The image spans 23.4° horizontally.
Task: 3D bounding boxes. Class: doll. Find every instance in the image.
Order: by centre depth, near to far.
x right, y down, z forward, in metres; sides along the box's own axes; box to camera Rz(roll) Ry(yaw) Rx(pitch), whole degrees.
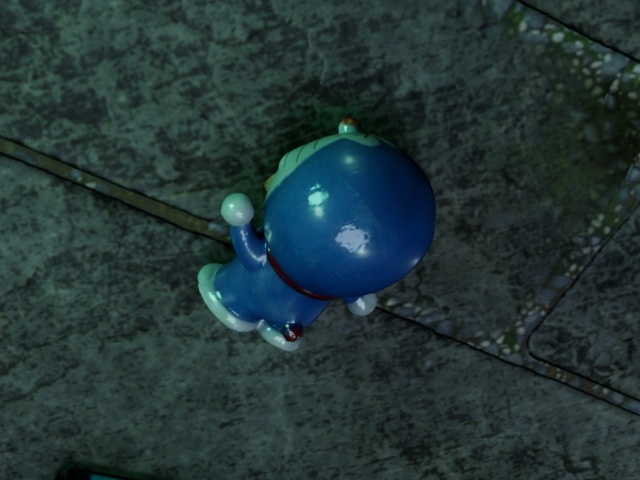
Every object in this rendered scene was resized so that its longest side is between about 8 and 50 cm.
[{"bbox_3d":[0.000,0.000,1.488,0.215,0.161,0.257,19,137,-37],"label":"doll"}]

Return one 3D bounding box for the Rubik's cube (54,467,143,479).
[{"bbox_3d":[-0.199,0.429,1.678,0.246,0.248,0.250,14,122,-20],"label":"Rubik's cube"}]
